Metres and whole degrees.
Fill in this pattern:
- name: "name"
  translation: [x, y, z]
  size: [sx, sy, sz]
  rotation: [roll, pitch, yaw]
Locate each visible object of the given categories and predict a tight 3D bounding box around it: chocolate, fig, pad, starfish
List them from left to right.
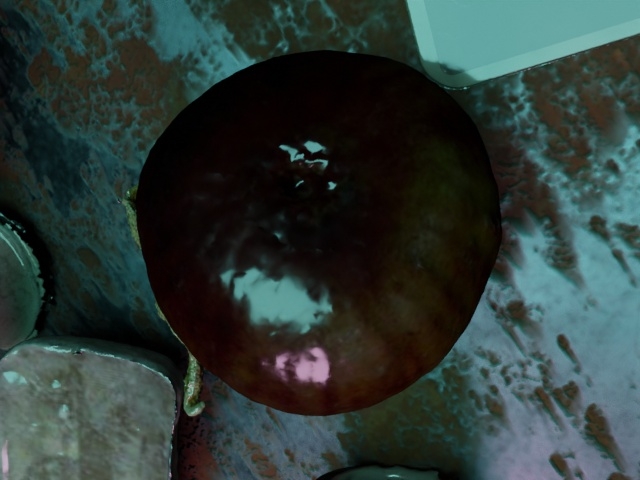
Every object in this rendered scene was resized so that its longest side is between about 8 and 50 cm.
- name: "chocolate"
  translation: [-0.219, 0.227, 0.633]
  size: [0.185, 0.100, 0.303]
  rotation: [10, 110, 8]
- name: "starfish"
  translation: [-0.128, 0.039, 0.527]
  size: [0.053, 0.150, 0.210]
  rotation: [-14, 85, -5]
- name: "fig"
  translation: [-0.002, -0.008, 0.430]
  size: [0.234, 0.214, 0.235]
  rotation: [2, 99, 13]
- name: "pad"
  translation: [0.123, -0.249, 0.427]
  size: [0.176, 0.002, 0.266]
  rotation: [-13, 98, 24]

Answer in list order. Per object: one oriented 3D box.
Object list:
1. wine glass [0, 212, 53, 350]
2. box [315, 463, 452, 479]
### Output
- name: "wine glass"
  translation: [-0.408, 0.094, 0.525]
  size: [0.190, 0.357, 0.191]
  rotation: [7, 114, 15]
- name: "box"
  translation: [0.053, 0.261, 0.511]
  size: [0.151, 0.151, 0.135]
  rotation: [-2, 95, 22]
